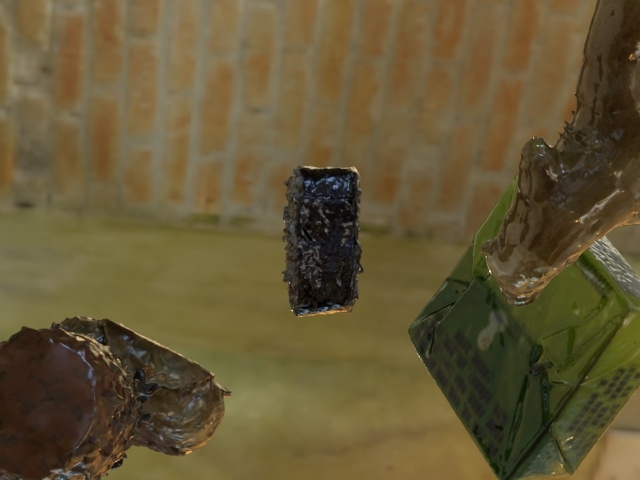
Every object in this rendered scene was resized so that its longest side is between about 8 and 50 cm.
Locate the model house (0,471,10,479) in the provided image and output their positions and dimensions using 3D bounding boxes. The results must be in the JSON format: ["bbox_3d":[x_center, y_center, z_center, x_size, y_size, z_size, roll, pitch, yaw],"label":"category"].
[{"bbox_3d":[-0.482,0.314,2.293,0.207,0.219,0.136,4,-105,63],"label":"model house"}]

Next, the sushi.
[{"bbox_3d":[0.000,0.000,1.686,0.090,0.078,0.150,-124,-146,-78],"label":"sushi"}]

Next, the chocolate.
[{"bbox_3d":[0.282,0.114,2.149,0.289,0.137,0.301,-58,-141,24],"label":"chocolate"}]

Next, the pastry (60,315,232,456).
[{"bbox_3d":[-0.216,0.159,1.875,0.229,0.218,0.100,-2,-121,54],"label":"pastry"}]

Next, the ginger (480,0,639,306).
[{"bbox_3d":[0.280,-0.121,1.489,0.122,0.348,0.363,53,-12,56],"label":"ginger"}]

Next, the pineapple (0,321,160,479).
[{"bbox_3d":[-0.236,0.167,1.633,0.279,0.157,0.158,54,40,-78],"label":"pineapple"}]
